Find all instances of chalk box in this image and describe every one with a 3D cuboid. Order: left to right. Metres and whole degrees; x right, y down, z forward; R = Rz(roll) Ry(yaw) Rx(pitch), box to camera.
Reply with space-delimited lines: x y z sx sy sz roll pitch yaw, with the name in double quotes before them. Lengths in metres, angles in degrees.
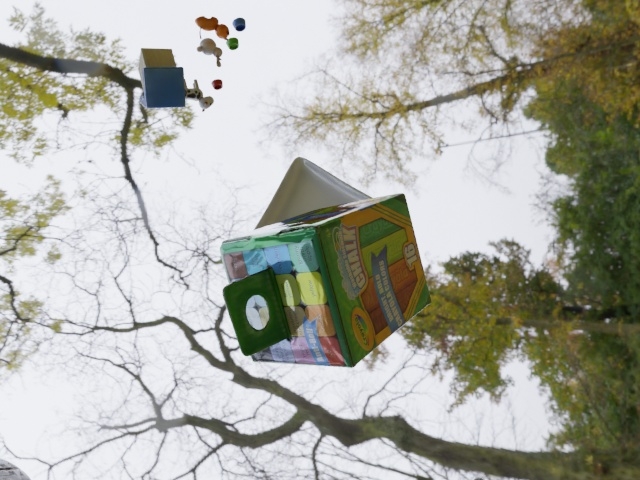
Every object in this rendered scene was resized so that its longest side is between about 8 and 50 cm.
"chalk box" -0.003 0.057 0.659 0.289 0.179 0.180 -25 -77 -51

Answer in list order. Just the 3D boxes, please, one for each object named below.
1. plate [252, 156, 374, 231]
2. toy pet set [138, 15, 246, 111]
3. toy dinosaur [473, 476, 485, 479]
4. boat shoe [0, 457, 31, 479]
"plate" 0.000 0.000 1.059 0.277 0.277 0.045 -60 -1 2
"toy pet set" -0.145 -0.185 0.548 0.114 0.122 0.065 -11 -106 -27
"toy dinosaur" 0.104 0.318 0.282 0.160 0.121 0.313 28 -109 -41
"boat shoe" -0.329 0.210 0.375 0.105 0.286 0.089 36 -118 -56
